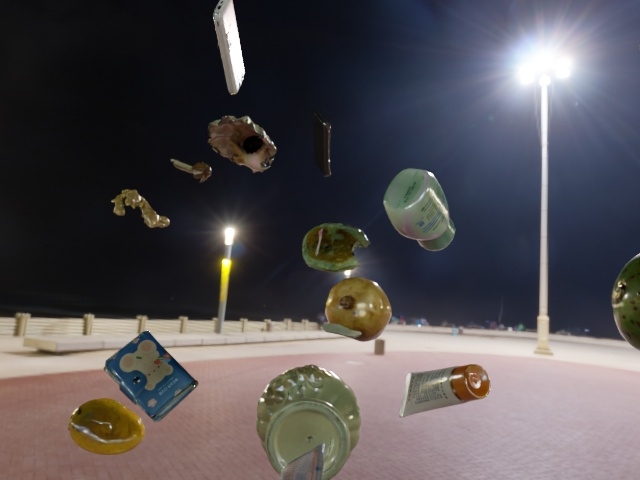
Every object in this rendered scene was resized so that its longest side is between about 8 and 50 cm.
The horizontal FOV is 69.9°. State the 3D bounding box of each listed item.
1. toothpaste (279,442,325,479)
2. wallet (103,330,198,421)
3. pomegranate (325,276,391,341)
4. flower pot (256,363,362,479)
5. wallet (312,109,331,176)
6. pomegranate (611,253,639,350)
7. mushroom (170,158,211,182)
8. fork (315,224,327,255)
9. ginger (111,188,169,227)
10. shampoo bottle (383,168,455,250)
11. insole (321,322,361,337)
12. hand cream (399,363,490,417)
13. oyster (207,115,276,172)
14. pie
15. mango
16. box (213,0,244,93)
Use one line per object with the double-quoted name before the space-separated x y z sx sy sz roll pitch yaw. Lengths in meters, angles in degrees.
"toothpaste" -0.031 0.441 0.866 0.057 0.089 0.234 15 -32 -7
"wallet" -0.422 0.334 1.134 0.202 0.141 0.059 38 -30 19
"pomegranate" 0.168 0.305 2.003 0.308 0.306 0.307 5 -9 1
"flower pot" -0.032 0.503 1.248 0.308 0.306 0.244 5 -4 -1
"wallet" 0.009 -0.375 1.804 0.044 0.249 0.149 -12 37 -13
"pomegranate" 0.768 0.138 0.977 0.271 0.253 0.254 9 -9 -2
"mushroom" -0.449 -0.246 1.570 0.187 0.061 0.060 16 -33 33
"fork" -0.001 -0.001 1.003 0.012 0.016 0.115 43 -32 18
"ginger" -0.673 -0.121 1.717 0.193 0.176 0.053 -2 -26 -46
"shampoo bottle" 0.361 -0.087 1.599 0.151 0.221 0.349 15 -18 41
"insole" 0.070 0.326 1.663 0.063 0.010 0.192 -20 15 -39
"hand cream" 0.312 0.406 1.241 0.089 0.139 0.314 30 -31 -15
"oyster" -0.140 -0.195 0.884 0.133 0.071 0.209 4 -17 18
"pie" 0.059 0.028 2.016 0.303 0.302 0.066 3 -40 16
"mango" -0.326 0.285 0.701 0.114 0.078 0.057 17 -44 -2
"box" -0.295 -0.636 1.502 0.044 0.142 0.285 5 -38 6
